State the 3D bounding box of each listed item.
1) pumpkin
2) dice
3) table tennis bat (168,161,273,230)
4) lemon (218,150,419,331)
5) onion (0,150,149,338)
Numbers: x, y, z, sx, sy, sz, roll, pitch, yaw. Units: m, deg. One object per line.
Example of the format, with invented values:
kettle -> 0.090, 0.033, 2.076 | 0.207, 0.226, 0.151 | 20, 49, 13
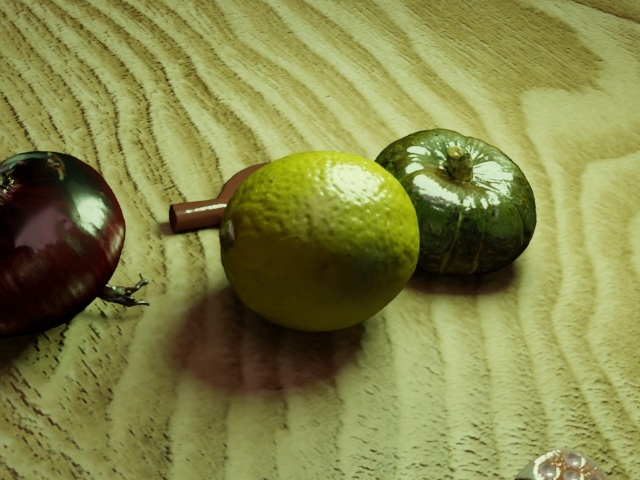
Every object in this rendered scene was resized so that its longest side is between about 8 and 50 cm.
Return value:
pumpkin -> 0.192, -0.069, 1.722 | 0.260, 0.189, 0.260 | 5, 38, -4
dice -> 0.278, 0.304, 1.341 | 0.094, 0.093, 0.091 | -14, 43, -29
table tennis bat -> -0.079, -0.055, 1.761 | 0.310, 0.038, 0.200 | -9, 41, -24
lemon -> -0.001, 0.000, 1.548 | 0.267, 0.267, 0.267 | 7, 38, -5
onion -> -0.360, 0.024, 1.488 | 0.273, 0.285, 0.273 | -21, 42, 21
